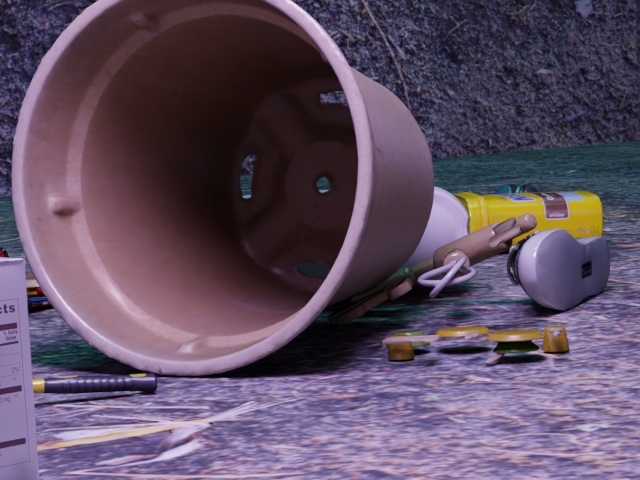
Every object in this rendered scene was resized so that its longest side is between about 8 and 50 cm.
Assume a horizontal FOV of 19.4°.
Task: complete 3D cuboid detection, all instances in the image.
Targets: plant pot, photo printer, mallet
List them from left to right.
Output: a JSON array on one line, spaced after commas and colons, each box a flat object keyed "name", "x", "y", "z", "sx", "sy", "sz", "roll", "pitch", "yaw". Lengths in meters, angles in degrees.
[{"name": "mallet", "x": -0.217, "y": 0.112, "z": 1.422, "sx": 0.190, "sy": 0.039, "sz": 0.062, "roll": 0, "pitch": 4, "yaw": -11}, {"name": "plant pot", "x": -0.051, "y": -0.052, "z": 1.662, "sx": 0.334, "sy": 0.333, "sz": 0.305, "roll": -1, "pitch": -1, "yaw": 24}, {"name": "photo printer", "x": 0.000, "y": 0.000, "z": 1.982, "sx": 0.308, "sy": 0.107, "sz": 0.256, "roll": -4, "pitch": 0, "yaw": -12}]

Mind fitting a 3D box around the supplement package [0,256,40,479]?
[{"name": "supplement package", "x": -0.334, "y": 0.085, "z": 1.187, "sx": 0.204, "sy": 0.145, "sz": 0.262, "roll": -8, "pitch": 8, "yaw": -39}]

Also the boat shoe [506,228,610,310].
[{"name": "boat shoe", "x": 0.221, "y": 0.029, "z": 1.826, "sx": 0.070, "sy": 0.077, "sz": 0.219, "roll": 0, "pitch": -1, "yaw": 24}]

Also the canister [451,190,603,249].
[{"name": "canister", "x": 0.254, "y": -0.025, "z": 2.325, "sx": 0.170, "sy": 0.073, "sz": 0.126, "roll": -3, "pitch": 6, "yaw": -9}]

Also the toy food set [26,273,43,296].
[{"name": "toy food set", "x": -0.326, "y": 0.051, "z": 2.149, "sx": 0.083, "sy": 0.020, "sz": 0.083, "roll": -2, "pitch": 6, "yaw": 11}]

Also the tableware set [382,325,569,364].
[{"name": "tableware set", "x": 0.128, "y": 0.086, "z": 1.547, "sx": 0.154, "sy": 0.024, "sz": 0.104, "roll": -4, "pitch": 2, "yaw": 9}]

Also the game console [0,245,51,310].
[{"name": "game console", "x": -0.362, "y": 0.037, "z": 2.013, "sx": 0.144, "sy": 0.124, "sz": 0.085, "roll": -1, "pitch": 33, "yaw": 28}]

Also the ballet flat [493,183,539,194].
[{"name": "ballet flat", "x": 0.273, "y": -0.038, "z": 2.521, "sx": 0.074, "sy": 0.074, "sz": 0.203, "roll": -4, "pitch": 0, "yaw": -5}]

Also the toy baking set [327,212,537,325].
[{"name": "toy baking set", "x": 0.116, "y": 0.030, "z": 1.752, "sx": 0.256, "sy": 0.030, "sz": 0.197, "roll": -26, "pitch": 4, "yaw": 37}]
